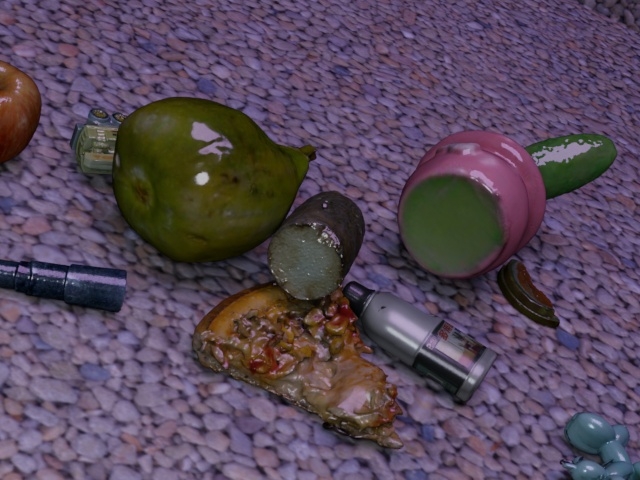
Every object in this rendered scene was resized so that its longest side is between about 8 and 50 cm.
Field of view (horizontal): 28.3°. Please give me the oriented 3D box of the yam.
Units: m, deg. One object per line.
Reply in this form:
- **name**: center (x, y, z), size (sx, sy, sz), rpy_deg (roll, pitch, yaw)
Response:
- **yam**: center (0.000, 0.000, 1.679), size (0.107, 0.107, 0.194), rpy_deg (28, 20, 3)

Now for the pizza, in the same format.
- **pizza**: center (-0.033, 0.144, 1.585), size (0.251, 0.074, 0.287), rpy_deg (0, 38, -32)

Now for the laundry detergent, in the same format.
- **laundry detergent**: center (0.126, 0.127, 1.723), size (0.226, 0.070, 0.099), rpy_deg (32, 38, 10)

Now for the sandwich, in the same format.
- **sandwich**: center (0.320, 0.082, 1.964), size (0.067, 0.029, 0.135), rpy_deg (-8, 46, -41)

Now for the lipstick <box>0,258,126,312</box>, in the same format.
- **lipstick**: center (-0.351, 0.042, 1.517), size (0.234, 0.053, 0.053), rpy_deg (11, 35, -21)

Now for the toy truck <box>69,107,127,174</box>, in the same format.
- **toy truck**: center (-0.264, -0.120, 1.789), size (0.169, 0.077, 0.100), rpy_deg (11, 32, -25)

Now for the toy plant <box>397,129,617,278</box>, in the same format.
- **toy plant**: center (0.274, -0.072, 1.959), size (0.317, 0.210, 0.356), rpy_deg (-6, 8, 25)

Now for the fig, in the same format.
- **fig**: center (-0.116, -0.088, 1.682), size (0.314, 0.233, 0.233), rpy_deg (-9, 44, -21)

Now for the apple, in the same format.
- **apple**: center (-0.445, -0.172, 1.684), size (0.146, 0.131, 0.146), rpy_deg (21, 36, -16)

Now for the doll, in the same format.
- **doll**: center (0.385, 0.293, 1.680), size (0.159, 0.059, 0.158), rpy_deg (-17, 52, -46)
